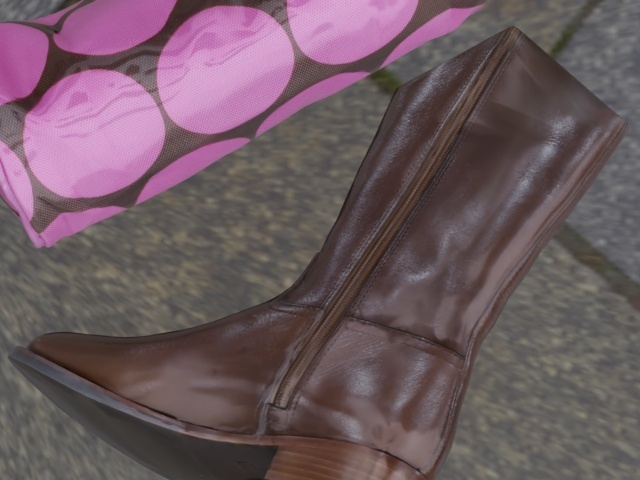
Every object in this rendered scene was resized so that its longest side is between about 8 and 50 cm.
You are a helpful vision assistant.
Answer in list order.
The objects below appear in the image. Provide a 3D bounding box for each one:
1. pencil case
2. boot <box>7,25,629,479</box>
[{"bbox_3d":[-0.040,-0.085,0.750,0.209,0.095,0.098,-29,71,-7],"label":"pencil case"},{"bbox_3d":[0.000,0.000,0.425,0.106,0.037,0.114,17,67,26],"label":"boot"}]
